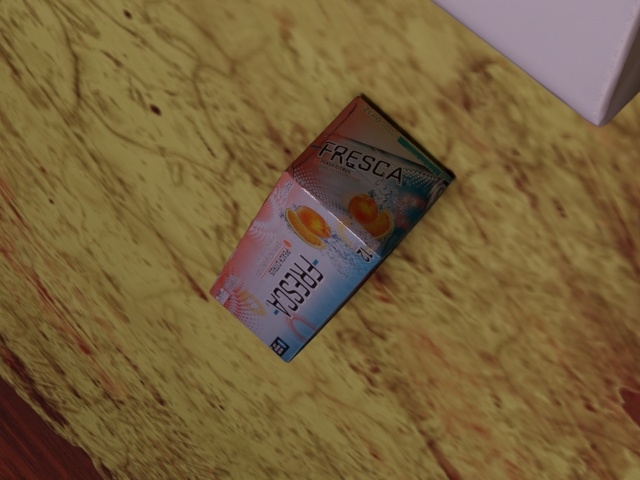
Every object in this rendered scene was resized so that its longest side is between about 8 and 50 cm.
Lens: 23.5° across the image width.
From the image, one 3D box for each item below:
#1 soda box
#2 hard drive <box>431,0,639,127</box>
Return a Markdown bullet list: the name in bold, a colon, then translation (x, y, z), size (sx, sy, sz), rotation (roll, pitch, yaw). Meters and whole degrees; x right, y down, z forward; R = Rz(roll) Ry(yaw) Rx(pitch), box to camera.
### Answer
- **soda box**: translation (0.000, 0.000, 0.777), size (0.063, 0.058, 0.183), rotation (42, 156, 2)
- **hard drive**: translation (-0.037, -0.181, 0.311), size (0.319, 0.040, 0.210), rotation (40, 157, 16)
